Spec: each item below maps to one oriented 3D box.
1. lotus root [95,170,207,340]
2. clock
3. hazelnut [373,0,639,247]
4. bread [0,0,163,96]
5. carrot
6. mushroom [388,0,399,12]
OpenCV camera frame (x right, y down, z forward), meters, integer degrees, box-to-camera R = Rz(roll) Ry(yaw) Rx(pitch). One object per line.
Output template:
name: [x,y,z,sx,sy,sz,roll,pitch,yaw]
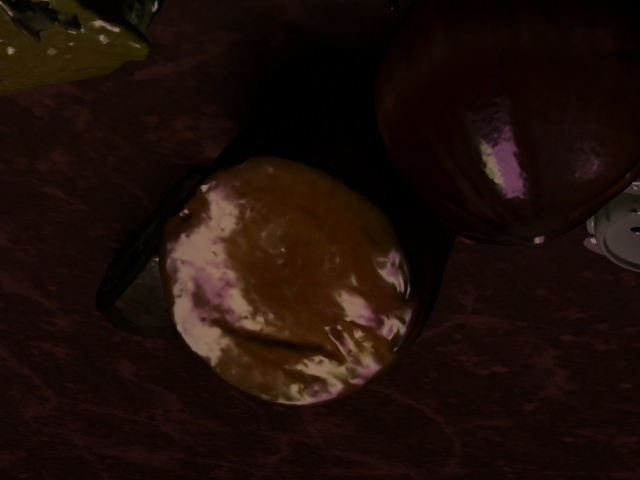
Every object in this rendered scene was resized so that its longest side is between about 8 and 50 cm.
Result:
lotus root: [-0.135,0.043,1.270,0.210,0.142,0.314,14,152,-10]
clock: [0.329,-0.021,1.093,0.151,0.062,0.191,8,151,3]
hazelnut: [0.145,-0.098,0.864,0.229,0.229,0.229,7,151,4]
bread: [-0.282,-0.210,0.820,0.376,0.208,0.251,-2,144,27]
carrot: [0.000,0.000,1.031,0.241,0.341,0.241,3,106,10]
mushroom: [0.087,-0.258,0.611,0.263,0.195,0.283,28,130,-16]
